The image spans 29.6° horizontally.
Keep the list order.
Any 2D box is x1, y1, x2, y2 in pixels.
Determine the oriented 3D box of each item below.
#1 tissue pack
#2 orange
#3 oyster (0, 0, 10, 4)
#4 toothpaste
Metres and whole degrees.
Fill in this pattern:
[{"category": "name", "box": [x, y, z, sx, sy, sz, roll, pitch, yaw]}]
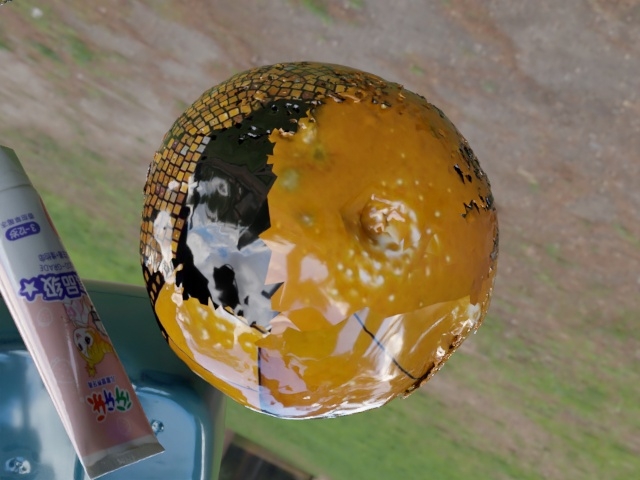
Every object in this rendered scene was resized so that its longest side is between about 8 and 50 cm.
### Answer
[{"category": "tissue pack", "box": [-0.215, 0.126, 0.911, 0.287, 0.198, 0.206, 2, -161, -5]}, {"category": "orange", "box": [0.000, 0.000, 0.765, 0.234, 0.234, 0.182, 32, 161, -26]}, {"category": "oyster", "box": [-0.198, -0.185, 0.723, 0.019, 0.054, 0.083, -5, 118, 40]}, {"category": "toothpaste", "box": [-0.150, 0.039, 0.676, 0.194, 0.043, 0.067, 61, -154, 11]}]
